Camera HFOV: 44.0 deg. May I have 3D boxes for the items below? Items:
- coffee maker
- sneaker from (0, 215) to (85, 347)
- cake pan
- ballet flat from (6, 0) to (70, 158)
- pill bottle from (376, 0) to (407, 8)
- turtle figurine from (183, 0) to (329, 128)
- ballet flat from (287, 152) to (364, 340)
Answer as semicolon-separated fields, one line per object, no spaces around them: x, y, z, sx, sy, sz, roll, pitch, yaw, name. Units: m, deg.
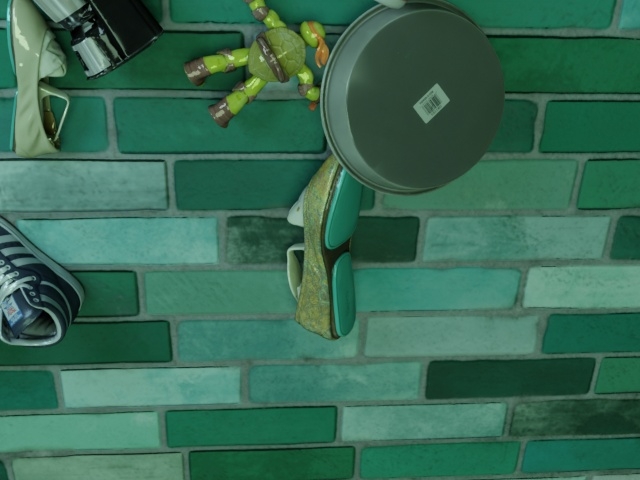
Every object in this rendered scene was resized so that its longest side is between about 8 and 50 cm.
-0.291;-0.330;1.054;0.171;0.120;0.178;-30;117;10;coffee maker
-0.497;0.057;1.222;0.282;0.153;0.099;38;108;-22;sneaker
0.145;-0.203;1.149;0.293;0.054;0.293;-5;106;-18;cake pan
-0.395;-0.227;1.123;0.086;0.086;0.248;8;126;-9;ballet flat
0.106;-0.456;1.000;0.161;0.161;0.283;24;113;-17;pill bottle
-0.069;-0.247;1.137;0.217;0.087;0.269;-29;117;10;turtle figurine
0.000;0.000;1.272;0.123;0.123;0.349;-1;116;-5;ballet flat
